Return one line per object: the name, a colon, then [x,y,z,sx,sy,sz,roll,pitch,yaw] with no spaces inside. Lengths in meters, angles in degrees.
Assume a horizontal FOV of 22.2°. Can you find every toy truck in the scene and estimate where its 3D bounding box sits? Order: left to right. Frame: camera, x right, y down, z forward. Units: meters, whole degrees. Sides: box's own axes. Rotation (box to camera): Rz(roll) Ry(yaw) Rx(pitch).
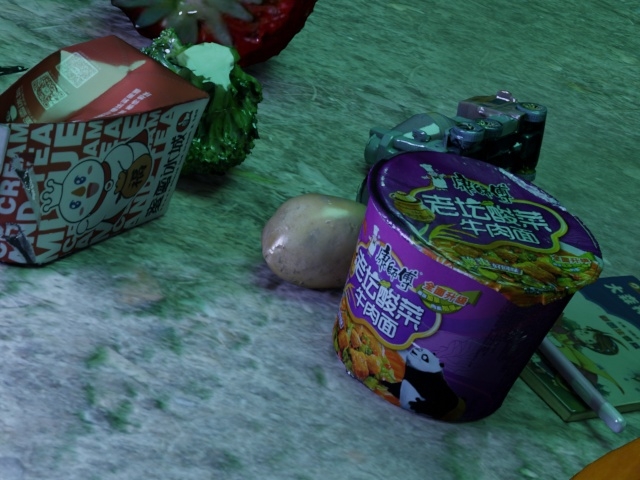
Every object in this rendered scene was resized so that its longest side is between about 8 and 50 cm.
toy truck: [0.177,-0.124,2.094,0.140,0.108,0.257,22,27,31]

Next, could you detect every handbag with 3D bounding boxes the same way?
handbag: [-0.268,-0.095,1.663,0.151,0.171,0.298,34,29,20]

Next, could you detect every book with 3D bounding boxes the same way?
book: [0.324,0.114,1.863,0.322,0.018,0.228,-4,37,-39]

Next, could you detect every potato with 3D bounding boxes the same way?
potato: [0.002,0.001,1.752,0.147,0.112,0.112,10,30,-27]

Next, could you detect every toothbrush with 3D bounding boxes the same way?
toothbrush: [0.243,0.114,1.767,0.025,0.020,0.286,-7,37,-28]

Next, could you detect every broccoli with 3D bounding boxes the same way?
broccoli: [-0.152,-0.155,1.878,0.195,0.156,0.195,9,63,-17]

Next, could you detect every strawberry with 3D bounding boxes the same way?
strawberry: [-0.127,-0.383,2.159,0.292,0.291,0.310,21,41,0]

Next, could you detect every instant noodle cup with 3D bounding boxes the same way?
instant noodle cup: [0.134,0.053,1.655,0.251,0.190,0.251,17,29,-10]

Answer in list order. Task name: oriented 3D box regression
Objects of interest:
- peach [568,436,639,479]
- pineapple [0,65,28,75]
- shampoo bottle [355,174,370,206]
peach: [0.324,0.296,1.226,0.343,0.343,0.301,1,60,-33]
pineapple: [-0.469,-0.197,1.708,0.364,0.165,0.165,31,29,24]
shampoo bottle: [0.152,-0.039,1.961,0.214,0.072,0.072,6,31,-26]
